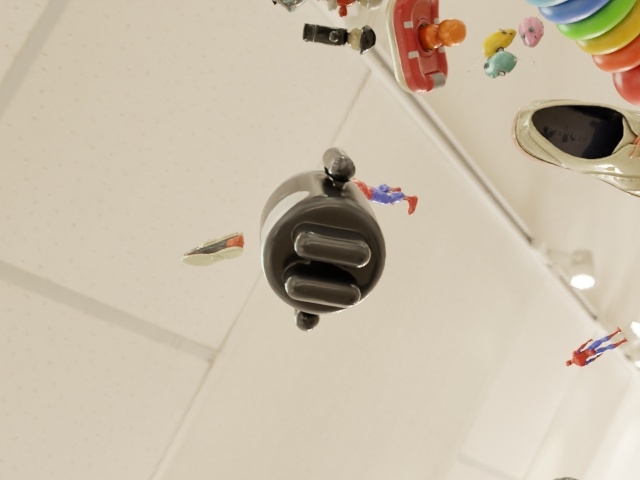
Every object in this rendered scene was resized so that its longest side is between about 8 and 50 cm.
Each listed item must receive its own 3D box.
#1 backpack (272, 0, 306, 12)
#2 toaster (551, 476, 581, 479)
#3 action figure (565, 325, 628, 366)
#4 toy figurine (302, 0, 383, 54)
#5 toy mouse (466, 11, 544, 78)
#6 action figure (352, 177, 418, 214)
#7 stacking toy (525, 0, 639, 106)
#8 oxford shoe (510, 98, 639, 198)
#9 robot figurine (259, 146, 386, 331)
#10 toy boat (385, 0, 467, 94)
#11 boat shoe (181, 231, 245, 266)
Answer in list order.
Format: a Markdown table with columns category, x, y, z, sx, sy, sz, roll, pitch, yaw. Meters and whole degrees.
| category | x | y | z | sx | sy | sz | roll | pitch | yaw |
| --- | --- | --- | --- | --- | --- | --- | --- | --- | --- |
| backpack | -0.024 | -0.484 | 1.346 | 0.144 | 0.188 | 0.166 | 29 | -128 | -50 |
| toaster | 0.283 | 0.355 | 0.896 | 0.226 | 0.129 | 0.146 | 28 | -49 | -18 |
| action figure | 0.493 | 0.197 | 1.520 | 0.115 | 0.038 | 0.030 | -32 | 6 | 12 |
| toy figurine | 0.053 | -0.500 | 1.679 | 0.210 | 0.148 | 0.213 | 91 | -169 | -54 |
| toy mouse | 0.304 | -0.309 | 1.339 | 0.161 | 0.143 | 0.031 | -42 | -63 | 15 |
| action figure | 0.101 | -0.070 | 1.903 | 0.280 | 0.091 | 0.139 | 12 | -76 | -53 |
| stacking toy | 0.336 | -0.280 | 1.004 | 0.330 | 0.141 | 0.141 | 38 | -102 | -28 |
| oxford shoe | 0.502 | -0.139 | 1.334 | 0.146 | 0.396 | 0.141 | -17 | -64 | -81 |
| robot figurine | 0.003 | -0.001 | 1.188 | 0.209 | 0.278 | 0.174 | -39 | -73 | 8 |
| toy boat | 0.230 | -0.421 | 1.732 | 0.151 | 0.151 | 0.231 | -25 | -74 | -48 |
| boat shoe | -0.207 | 0.017 | 1.630 | 0.049 | 0.137 | 0.043 | 40 | -138 | -53 |
